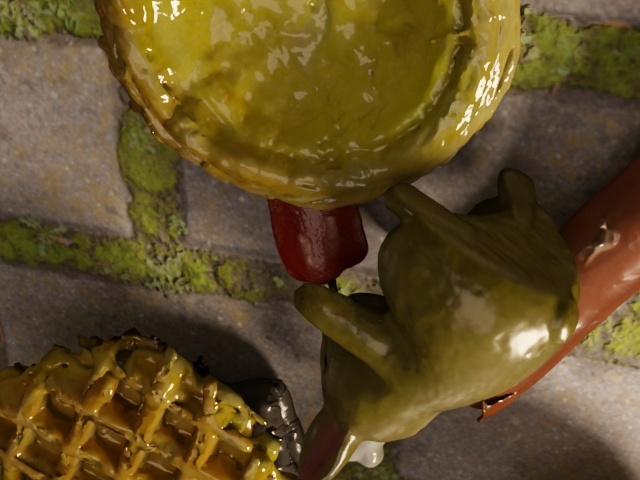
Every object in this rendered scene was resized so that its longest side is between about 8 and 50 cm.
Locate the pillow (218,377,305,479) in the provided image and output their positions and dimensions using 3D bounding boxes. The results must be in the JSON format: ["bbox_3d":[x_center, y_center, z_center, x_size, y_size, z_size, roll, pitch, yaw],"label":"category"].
[{"bbox_3d":[-0.096,0.300,1.102,0.228,0.101,0.326,-7,117,23],"label":"pillow"}]

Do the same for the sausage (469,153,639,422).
[{"bbox_3d":[0.249,0.018,0.811,0.094,0.094,0.419,40,125,2],"label":"sausage"}]

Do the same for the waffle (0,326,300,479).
[{"bbox_3d":[-0.196,0.268,1.013,0.382,0.095,0.379,-17,112,28],"label":"waffle"}]

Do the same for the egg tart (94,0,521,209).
[{"bbox_3d":[-0.012,-0.191,0.734,0.345,0.132,0.345,8,124,12],"label":"egg tart"}]

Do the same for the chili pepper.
[{"bbox_3d":[0.000,0.000,0.883,0.084,0.086,0.192,-20,109,-11],"label":"chili pepper"}]

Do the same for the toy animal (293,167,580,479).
[{"bbox_3d":[0.064,0.089,0.823,0.363,0.181,0.180,-43,73,40],"label":"toy animal"}]
